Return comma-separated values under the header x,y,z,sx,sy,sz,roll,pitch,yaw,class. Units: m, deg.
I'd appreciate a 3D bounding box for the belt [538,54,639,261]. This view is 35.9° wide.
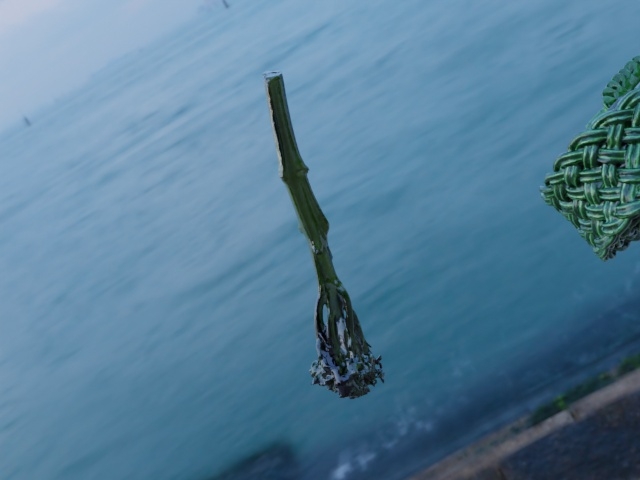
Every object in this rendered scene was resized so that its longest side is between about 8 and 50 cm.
x,y,z,sx,sy,sz,roll,pitch,yaw,class
0.195,-0.062,0.567,0.151,0.079,0.121,-35,-17,-3,belt

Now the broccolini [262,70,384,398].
x,y,z,sx,sy,sz,roll,pitch,yaw,class
0.001,0.000,0.618,0.042,0.218,0.044,-3,17,27,broccolini
